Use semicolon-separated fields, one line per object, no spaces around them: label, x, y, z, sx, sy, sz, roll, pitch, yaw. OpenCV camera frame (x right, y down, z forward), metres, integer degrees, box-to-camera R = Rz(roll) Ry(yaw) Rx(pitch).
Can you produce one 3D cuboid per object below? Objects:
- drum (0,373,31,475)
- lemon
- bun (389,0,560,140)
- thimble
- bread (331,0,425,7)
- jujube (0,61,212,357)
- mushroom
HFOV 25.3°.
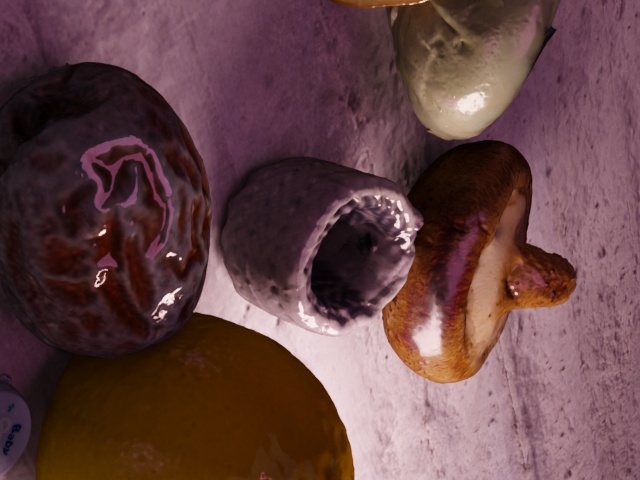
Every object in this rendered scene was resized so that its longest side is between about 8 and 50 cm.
drum;-0.403;0.171;1.511;0.130;0.049;0.253;-58;139;-15
lemon;-0.123;0.259;1.642;0.364;0.364;0.364;-22;121;-43
bun;0.189;-0.290;1.893;0.187;0.293;0.293;27;82;-11
thimble;0.000;0.000;1.825;0.245;0.157;0.217;-19;121;-43
bread;0.061;-0.380;1.823;0.160;0.169;0.140;-7;117;-4
jujube;-0.229;-0.019;1.504;0.246;0.215;0.308;-44;135;-28
mushroom;0.197;0.034;2.019;0.345;0.239;0.345;22;63;-51
